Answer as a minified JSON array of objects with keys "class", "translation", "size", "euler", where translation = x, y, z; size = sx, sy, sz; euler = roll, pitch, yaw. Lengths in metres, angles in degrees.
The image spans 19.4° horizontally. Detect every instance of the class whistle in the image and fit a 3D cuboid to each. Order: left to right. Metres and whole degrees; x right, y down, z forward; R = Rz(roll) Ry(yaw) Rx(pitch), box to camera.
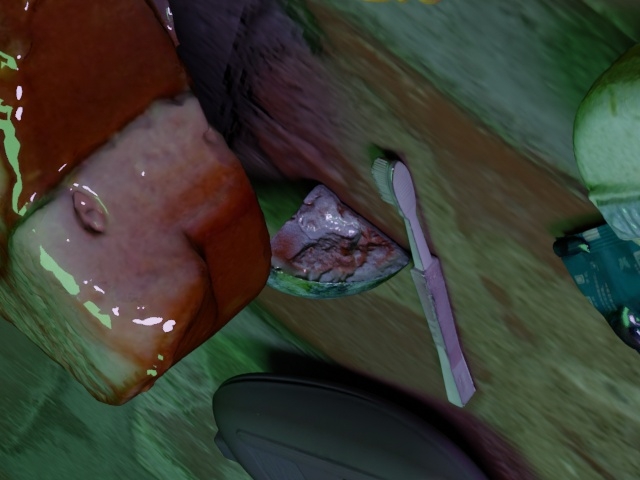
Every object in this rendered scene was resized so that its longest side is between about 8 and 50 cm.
[{"class":"whistle","translation":[0.166,-0.027,0.654],"size":[0.104,0.057,0.198],"euler":[50,156,-21]}]

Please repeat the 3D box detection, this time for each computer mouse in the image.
[{"class":"computer mouse","translation":[0.031,0.138,1.137],"size":[0.232,0.057,0.120],"euler":[13,144,43]}]

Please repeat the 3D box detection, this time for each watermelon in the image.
[{"class":"watermelon","translation":[0.000,0.000,0.978],"size":[0.085,0.085,0.061],"euler":[11,102,48]}]

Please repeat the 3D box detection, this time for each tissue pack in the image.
[{"class":"tissue pack","translation":[0.163,0.046,0.823],"size":[0.138,0.028,0.085],"euler":[43,156,-12]}]

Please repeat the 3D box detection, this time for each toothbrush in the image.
[{"class":"toothbrush","translation":[0.055,0.024,0.960],"size":[0.017,0.014,0.194],"euler":[23,150,35]}]

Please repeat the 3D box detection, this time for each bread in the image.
[{"class":"bread","translation":[-0.163,-0.080,0.922],"size":[0.327,0.114,0.295],"euler":[59,162,-17]}]

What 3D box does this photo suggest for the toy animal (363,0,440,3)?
[{"class":"toy animal","translation":[0.029,-0.126,0.688],"size":[0.083,0.070,0.159],"euler":[29,158,21]}]
